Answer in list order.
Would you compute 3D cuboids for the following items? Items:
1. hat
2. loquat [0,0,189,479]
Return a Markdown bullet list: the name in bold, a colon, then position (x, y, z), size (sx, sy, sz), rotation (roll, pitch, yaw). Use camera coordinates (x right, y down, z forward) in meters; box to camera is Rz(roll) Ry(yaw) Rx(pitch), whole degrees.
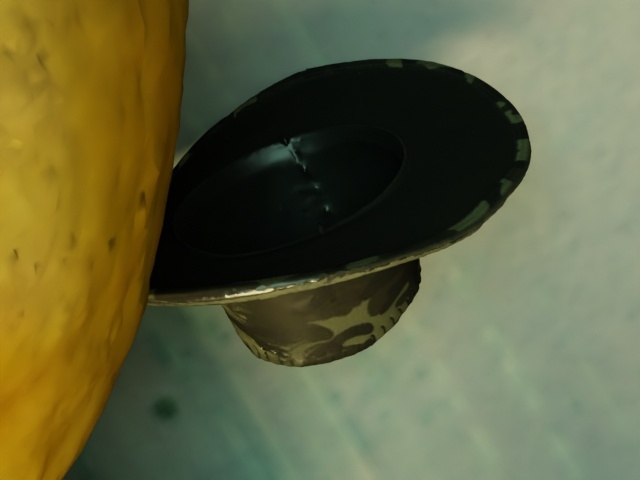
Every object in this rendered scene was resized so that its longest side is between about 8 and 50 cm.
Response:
- **hat**: position (0.000, 0.000, 0.477), size (0.121, 0.121, 0.050), rotation (-14, 120, 11)
- **loquat**: position (-0.157, -0.037, 0.401), size (0.276, 0.284, 0.276), rotation (-2, 102, -11)
